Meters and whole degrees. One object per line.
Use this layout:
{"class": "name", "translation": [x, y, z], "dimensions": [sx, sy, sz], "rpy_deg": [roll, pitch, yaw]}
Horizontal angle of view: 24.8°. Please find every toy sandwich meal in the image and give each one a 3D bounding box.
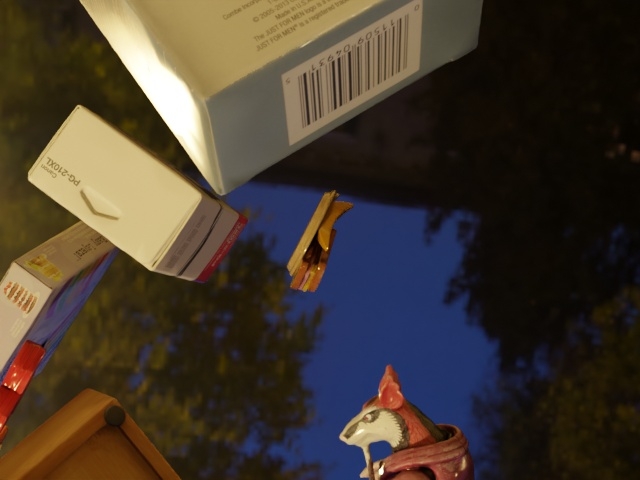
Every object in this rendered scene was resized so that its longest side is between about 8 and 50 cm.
{"class": "toy sandwich meal", "translation": [0.000, 0.000, 1.154], "dimensions": [0.029, 0.085, 0.085], "rpy_deg": [28, -157, -1]}

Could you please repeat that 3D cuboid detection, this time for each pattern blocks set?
{"class": "pattern blocks set", "translation": [-0.310, 0.248, 1.156], "dimensions": [0.026, 0.325, 0.285], "rpy_deg": [29, -132, -6]}

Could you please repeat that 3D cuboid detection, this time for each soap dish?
{"class": "soap dish", "translation": [-0.225, 0.325, 1.534], "dimensions": [0.291, 0.118, 0.229], "rpy_deg": [52, -128, -2]}

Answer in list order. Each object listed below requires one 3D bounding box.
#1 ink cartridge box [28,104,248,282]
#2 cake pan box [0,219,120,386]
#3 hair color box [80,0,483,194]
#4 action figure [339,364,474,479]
{"class": "ink cartridge box", "translation": [-0.194, -0.045, 1.599], "dimensions": [0.172, 0.100, 0.237], "rpy_deg": [35, -179, 10]}
{"class": "cake pan box", "translation": [-0.384, 0.108, 1.890], "dimensions": [0.070, 0.267, 0.246], "rpy_deg": [38, -160, 5]}
{"class": "hair color box", "translation": [-0.084, -0.231, 0.873], "dimensions": [0.185, 0.113, 0.374], "rpy_deg": [-31, -113, -12]}
{"class": "action figure", "translation": [0.115, 0.305, 1.464], "dimensions": [0.276, 0.370, 0.248], "rpy_deg": [1, -158, 32]}
